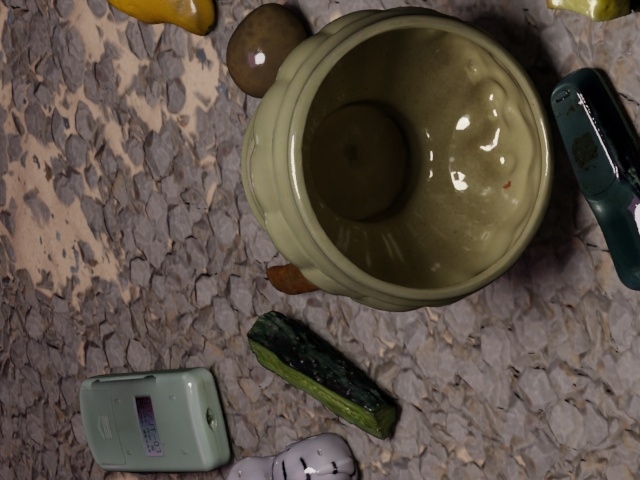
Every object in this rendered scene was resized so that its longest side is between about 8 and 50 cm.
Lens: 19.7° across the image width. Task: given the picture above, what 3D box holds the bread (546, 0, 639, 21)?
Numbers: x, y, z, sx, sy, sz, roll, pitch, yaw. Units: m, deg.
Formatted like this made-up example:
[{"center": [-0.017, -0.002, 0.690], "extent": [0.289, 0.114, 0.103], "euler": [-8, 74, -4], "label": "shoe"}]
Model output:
[{"center": [0.281, -0.375, 1.583], "extent": [0.077, 0.138, 0.361], "euler": [27, 122, 41], "label": "bread"}]

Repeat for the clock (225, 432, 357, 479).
[{"center": [-0.041, 0.285, 2.198], "extent": [0.176, 0.117, 0.080], "euler": [-20, 86, 50], "label": "clock"}]

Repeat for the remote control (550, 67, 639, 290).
[{"center": [0.279, -0.059, 1.762], "extent": [0.072, 0.042, 0.222], "euler": [-31, 77, 52], "label": "remote control"}]

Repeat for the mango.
[{"center": [-0.202, -0.306, 2.237], "extent": [0.190, 0.075, 0.098], "euler": [27, 137, 38], "label": "mango"}]

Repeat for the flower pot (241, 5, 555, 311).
[{"center": [0.059, -0.083, 1.841], "extent": [0.244, 0.307, 0.307], "euler": [-176, 74, -68], "label": "flower pot"}]

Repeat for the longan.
[{"center": [-0.059, -0.215, 2.084], "extent": [0.113, 0.092, 0.113], "euler": [-168, 90, -88], "label": "longan"}]

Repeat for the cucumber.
[{"center": [0.010, 0.152, 2.146], "extent": [0.211, 0.062, 0.078], "euler": [28, 156, 36], "label": "cucumber"}]

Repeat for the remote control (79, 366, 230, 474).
[{"center": [-0.226, 0.243, 2.455], "extent": [0.296, 0.056, 0.140], "euler": [-10, 92, 52], "label": "remote control"}]

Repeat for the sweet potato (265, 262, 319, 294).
[{"center": [0.001, 0.011, 2.111], "extent": [0.255, 0.058, 0.078], "euler": [-47, 50, 49], "label": "sweet potato"}]
